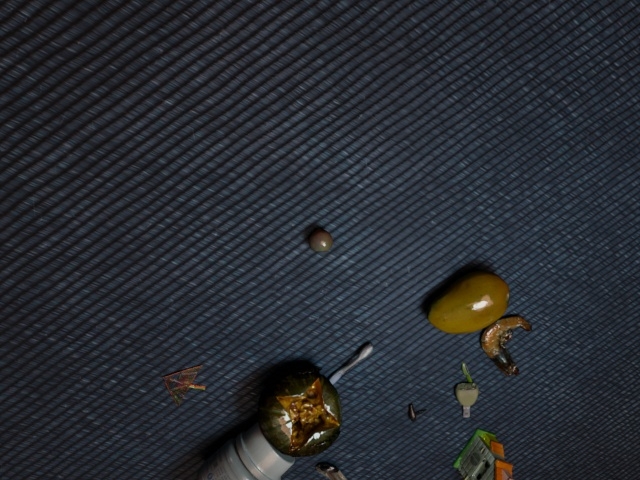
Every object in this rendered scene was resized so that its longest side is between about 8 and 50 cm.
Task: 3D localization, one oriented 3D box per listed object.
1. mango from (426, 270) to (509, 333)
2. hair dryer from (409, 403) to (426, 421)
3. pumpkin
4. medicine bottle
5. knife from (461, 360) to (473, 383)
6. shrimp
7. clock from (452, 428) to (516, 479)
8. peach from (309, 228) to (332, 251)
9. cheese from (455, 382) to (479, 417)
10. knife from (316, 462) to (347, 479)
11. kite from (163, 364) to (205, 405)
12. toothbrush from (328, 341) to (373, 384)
[{"bbox_3d":[0.553,0.241,1.756,0.317,0.173,0.211,-28,113,5],"label":"mango"},{"bbox_3d":[0.408,0.714,1.972,0.083,0.031,0.079,-14,104,-23],"label":"hair dryer"},{"bbox_3d":[-0.074,0.617,1.691,0.320,0.192,0.320,5,76,-22],"label":"pumpkin"},{"bbox_3d":[-0.272,0.843,1.734,0.306,0.245,0.245,-42,113,-2],"label":"medicine bottle"},{"bbox_3d":[0.623,0.580,1.972,0.026,0.022,0.184,-41,116,-29],"label":"knife"},{"bbox_3d":[0.790,0.433,1.940,0.222,0.054,0.290,-34,109,0],"label":"shrimp"},{"bbox_3d":[0.721,0.993,2.016,0.106,0.255,0.219,25,103,-20],"label":"clock"},{"bbox_3d":[0.002,0.001,1.586,0.083,0.083,0.083,-4,110,-12],"label":"peach"},{"bbox_3d":[0.622,0.686,1.996,0.097,0.037,0.192,-4,119,7],"label":"cheese"},{"bbox_3d":[0.099,1.053,2.011,0.089,0.043,0.365,-18,120,30],"label":"knife"},{"bbox_3d":[-0.491,0.516,1.692,0.159,0.010,0.190,28,102,-22],"label":"kite"},{"bbox_3d":[0.051,0.538,1.814,0.413,0.042,0.035,-43,97,5],"label":"toothbrush"}]
